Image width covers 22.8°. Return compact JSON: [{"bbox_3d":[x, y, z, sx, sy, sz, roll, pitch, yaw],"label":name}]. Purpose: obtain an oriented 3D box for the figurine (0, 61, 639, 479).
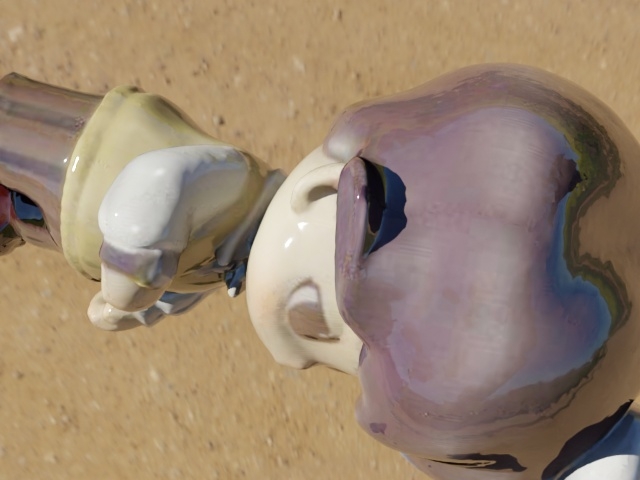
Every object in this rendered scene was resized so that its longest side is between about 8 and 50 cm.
[{"bbox_3d":[-0.009,0.014,0.773,0.364,0.218,0.206,2,49,7],"label":"figurine"}]
